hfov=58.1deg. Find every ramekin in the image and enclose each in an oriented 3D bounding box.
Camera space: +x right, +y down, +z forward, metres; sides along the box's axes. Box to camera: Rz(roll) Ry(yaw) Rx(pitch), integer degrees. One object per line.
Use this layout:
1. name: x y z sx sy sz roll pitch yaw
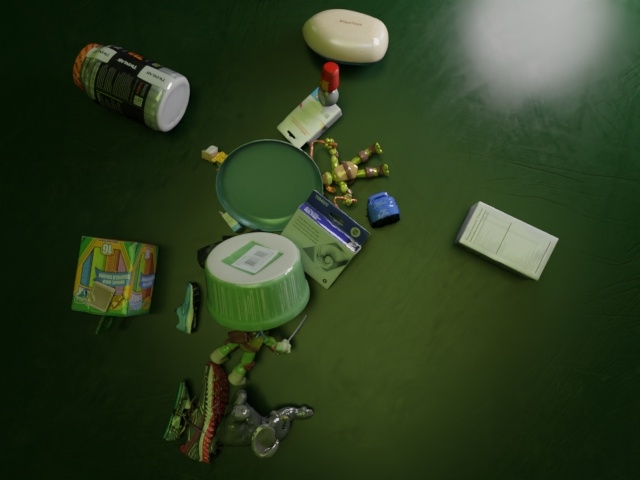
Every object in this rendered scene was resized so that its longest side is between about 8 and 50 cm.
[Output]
1. ramekin: -0.186 0.104 1.647 0.304 0.303 0.148 0 123 5

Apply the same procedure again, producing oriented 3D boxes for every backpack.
1. backpack: 0.181 -0.092 1.730 0.098 0.120 0.101 -24 84 4

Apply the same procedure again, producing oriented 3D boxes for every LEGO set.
1. LEGO set: -0.233 -0.225 1.808 0.287 0.107 0.132 -2 51 10

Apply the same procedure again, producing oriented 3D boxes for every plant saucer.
1. plant saucer: -0.152 -0.167 1.728 0.318 0.043 0.317 -1 127 -2

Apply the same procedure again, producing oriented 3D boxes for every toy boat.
1. toy boat: 0.056 -0.560 1.751 0.268 0.148 0.318 16 62 4

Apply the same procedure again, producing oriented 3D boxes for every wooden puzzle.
1. wooden puzzle: -0.635 0.163 1.666 0.116 0.014 0.078 29 85 7

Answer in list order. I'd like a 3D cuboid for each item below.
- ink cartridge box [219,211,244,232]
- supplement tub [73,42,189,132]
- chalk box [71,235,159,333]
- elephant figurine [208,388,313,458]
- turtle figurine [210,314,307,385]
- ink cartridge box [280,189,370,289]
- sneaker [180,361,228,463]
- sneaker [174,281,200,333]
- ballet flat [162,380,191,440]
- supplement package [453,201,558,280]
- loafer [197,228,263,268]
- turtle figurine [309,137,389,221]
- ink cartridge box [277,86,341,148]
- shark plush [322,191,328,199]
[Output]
1. ink cartridge box: -0.279 -0.065 1.807 0.028 0.048 0.083 -38 84 2
2. supplement tub: -0.587 -0.481 1.792 0.316 0.193 0.193 25 89 6
3. chalk box: -0.628 0.142 1.763 0.179 0.180 0.288 6 88 6
4. elephant figurine: -0.172 0.562 1.713 0.240 0.169 0.186 30 119 -10
5. turtle figurine: -0.191 0.292 1.751 0.198 0.274 0.266 34 111 -16
6. ink cartridge box: 0.000 0.000 1.732 0.223 0.045 0.224 38 117 7
7. sneaker: -0.355 0.517 1.742 0.112 0.121 0.298 7 85 14
8. sneaker: -0.422 0.208 1.797 0.073 0.063 0.161 6 87 9
9. ballet flat: -0.431 0.528 1.784 0.070 0.070 0.188 18 90 6
10. supplement package: 0.534 0.003 1.683 0.244 0.134 0.139 27 89 6
11. loafer: -0.281 0.013 1.789 0.223 0.076 0.078 -25 62 0
12. turtle figurine: 0.094 -0.201 1.762 0.218 0.087 0.269 -19 80 -3
13. ink cartridge box: -0.035 -0.373 1.798 0.181 0.061 0.104 -43 83 1
14. shark plush: -0.025 -0.159 1.804 0.067 0.073 0.161 -35 105 22
